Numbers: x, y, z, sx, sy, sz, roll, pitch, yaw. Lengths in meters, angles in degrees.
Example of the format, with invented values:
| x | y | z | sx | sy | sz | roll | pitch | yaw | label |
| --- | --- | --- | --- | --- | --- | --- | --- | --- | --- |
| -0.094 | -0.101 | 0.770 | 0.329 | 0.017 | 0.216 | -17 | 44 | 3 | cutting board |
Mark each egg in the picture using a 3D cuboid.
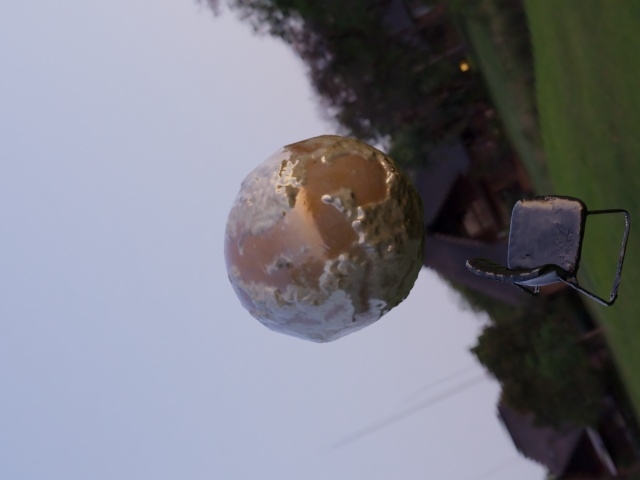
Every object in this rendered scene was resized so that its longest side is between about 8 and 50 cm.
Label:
| x | y | z | sx | sy | sz | roll | pitch | yaw | label |
| --- | --- | --- | --- | --- | --- | --- | --- | --- | --- |
| 0.000 | 0.000 | 1.285 | 0.203 | 0.245 | 0.203 | 14 | -124 | -22 | egg |

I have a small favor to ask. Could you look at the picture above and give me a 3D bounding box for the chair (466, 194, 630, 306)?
| x | y | z | sx | sy | sz | roll | pitch | yaw | label |
| --- | --- | --- | --- | --- | --- | --- | --- | --- | --- |
| 0.321 | 0.005 | 1.822 | 0.221 | 0.140 | 0.145 | 14 | -96 | -49 | chair |
